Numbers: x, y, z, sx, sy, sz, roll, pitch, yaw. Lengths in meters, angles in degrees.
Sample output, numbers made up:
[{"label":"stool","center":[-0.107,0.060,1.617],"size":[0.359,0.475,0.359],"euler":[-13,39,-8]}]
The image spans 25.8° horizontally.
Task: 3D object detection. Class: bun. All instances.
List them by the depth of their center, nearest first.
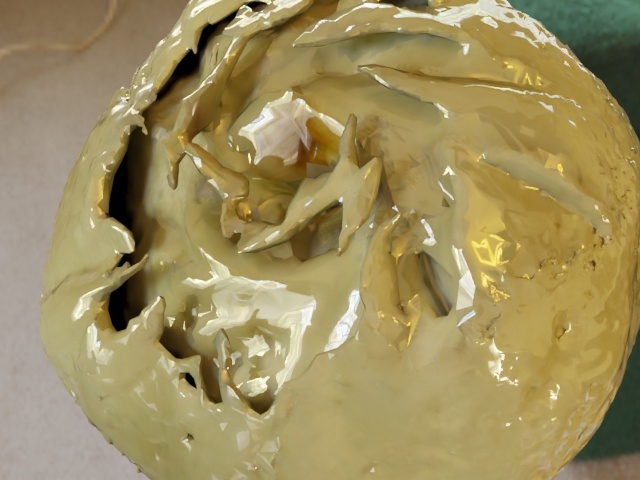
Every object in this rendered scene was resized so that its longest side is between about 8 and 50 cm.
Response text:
[{"label":"bun","center":[0.000,0.000,0.545],"size":[0.259,0.152,0.259],"euler":[-5,74,17]}]
